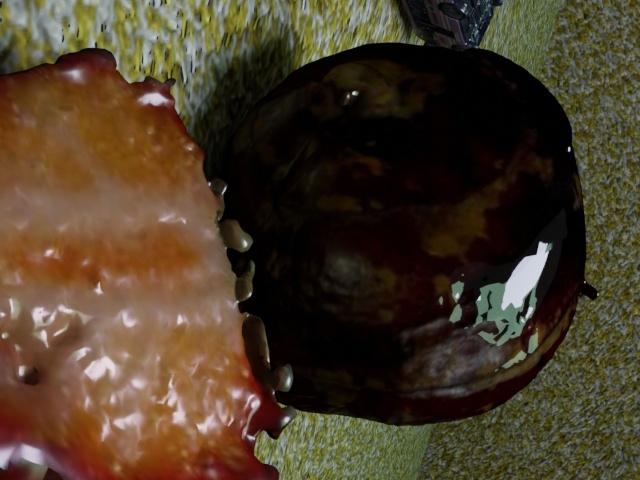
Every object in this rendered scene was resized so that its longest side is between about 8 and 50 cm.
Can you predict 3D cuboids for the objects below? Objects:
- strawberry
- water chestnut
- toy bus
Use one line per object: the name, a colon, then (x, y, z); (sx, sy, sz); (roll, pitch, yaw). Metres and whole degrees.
strawberry: (-0.150, 0.059, 0.459); (0.280, 0.150, 0.253); (-37, 102, -55)
water chestnut: (0.063, 0.018, 0.794); (0.347, 0.335, 0.335); (91, 24, -50)
toy bus: (0.155, -0.303, 1.116); (0.096, 0.108, 0.199); (-65, 160, -5)
